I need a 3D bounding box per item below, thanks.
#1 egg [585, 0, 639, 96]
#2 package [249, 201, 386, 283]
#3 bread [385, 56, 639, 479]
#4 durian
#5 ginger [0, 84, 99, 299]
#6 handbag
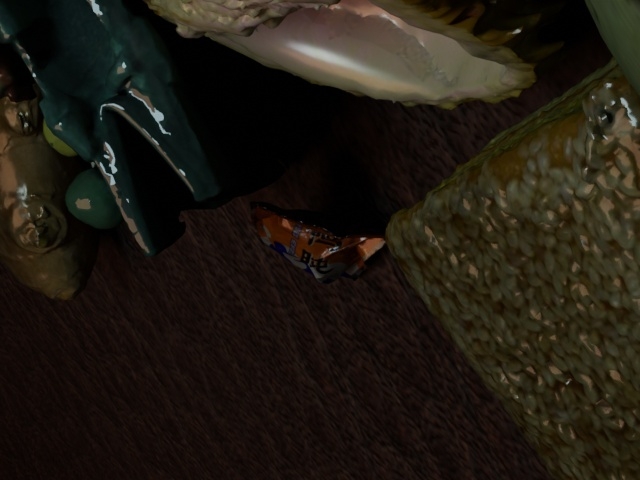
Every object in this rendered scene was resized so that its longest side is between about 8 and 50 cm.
[{"bbox_3d":[0.136,-0.099,0.396,0.177,0.177,0.228,99,151,-57],"label":"egg"},{"bbox_3d":[0.000,-0.001,0.943,0.077,0.033,0.110,29,164,5],"label":"package"},{"bbox_3d":[0.149,0.043,0.630,0.234,0.111,0.184,56,154,1],"label":"bread"},{"bbox_3d":[0.007,-0.132,0.675,0.250,0.183,0.137,164,112,-70],"label":"durian"},{"bbox_3d":[-0.199,-0.071,1.224,0.294,0.086,0.131,99,156,-51],"label":"ginger"},{"bbox_3d":[-0.133,-0.117,0.880,0.268,0.100,0.274,59,-176,-4],"label":"handbag"}]
